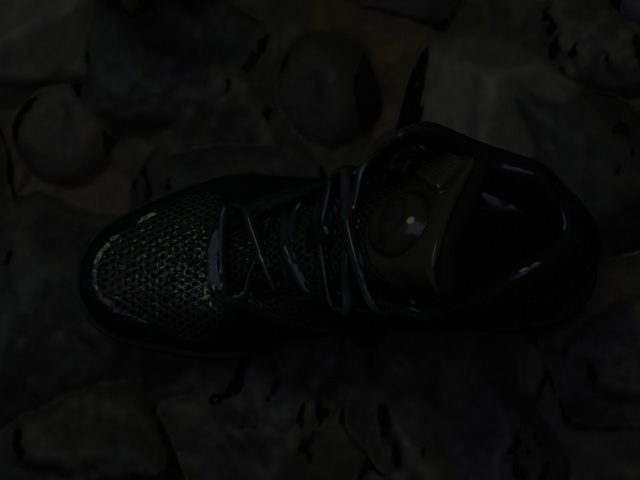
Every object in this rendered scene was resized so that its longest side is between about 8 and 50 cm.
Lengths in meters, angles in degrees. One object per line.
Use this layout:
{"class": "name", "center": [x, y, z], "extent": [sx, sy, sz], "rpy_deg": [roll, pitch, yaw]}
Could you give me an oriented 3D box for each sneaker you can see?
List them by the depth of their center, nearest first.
{"class": "sneaker", "center": [0.000, 0.000, 0.582], "extent": [0.228, 0.130, 0.087], "rpy_deg": [0, 76, 9]}

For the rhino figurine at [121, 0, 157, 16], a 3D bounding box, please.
{"class": "rhino figurine", "center": [-0.047, -0.221, 0.662], "extent": [0.106, 0.073, 0.243], "rpy_deg": [37, 83, 10]}
